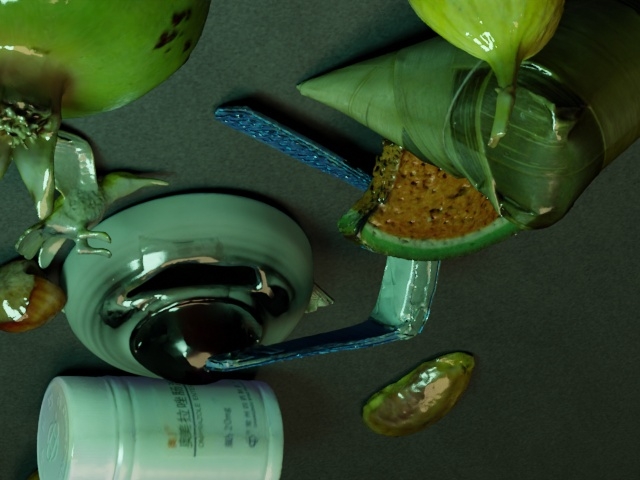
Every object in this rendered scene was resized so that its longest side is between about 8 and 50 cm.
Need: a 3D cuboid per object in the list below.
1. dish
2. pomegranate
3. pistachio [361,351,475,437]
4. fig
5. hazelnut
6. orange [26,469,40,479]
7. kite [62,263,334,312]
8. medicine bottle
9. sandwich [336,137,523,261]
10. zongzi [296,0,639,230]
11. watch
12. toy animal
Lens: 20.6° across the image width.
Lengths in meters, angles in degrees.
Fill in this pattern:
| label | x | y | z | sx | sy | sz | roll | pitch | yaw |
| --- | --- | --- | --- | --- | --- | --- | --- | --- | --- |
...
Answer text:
| label | x | y | z | sx | sy | sz | roll | pitch | yaw |
| --- | --- | --- | --- | --- | --- | --- | --- | --- | --- |
| dish | -0.131 | 0.085 | 1.842 | 0.273 | 0.134 | 0.273 | -8 | 141 | -7 |
| pomegranate | -0.200 | -0.199 | 1.288 | 0.291 | 0.323 | 0.290 | -6 | 139 | -5 |
| pistachio | 0.128 | 0.201 | 2.177 | 0.173 | 0.049 | 0.089 | -36 | 140 | 28 |
| fig | 0.145 | -0.192 | 1.479 | 0.159 | 0.257 | 0.159 | 1 | 152 | 1 |
| hazelnut | -0.307 | 0.060 | 1.814 | 0.086 | 0.086 | 0.086 | -9 | 144 | -7 |
| orange | -0.255 | 0.375 | 2.143 | 0.183 | 0.249 | 0.249 | -14 | 148 | -28 |
| kite | -0.127 | 0.053 | 1.919 | 0.323 | 0.013 | 0.267 | 1 | 141 | -19 |
| medicine bottle | -0.186 | 0.232 | 2.023 | 0.254 | 0.152 | 0.152 | 4 | 141 | -24 |
| sandwich | 0.112 | -0.054 | 1.759 | 0.235 | 0.079 | 0.159 | -30 | 119 | -24 |
| zongzi | 0.180 | -0.173 | 1.663 | 0.289 | 0.317 | 0.154 | -38 | 137 | -35 |
| watch | 0.006 | -0.012 | 1.790 | 0.274 | 0.068 | 0.276 | -6 | 109 | -34 |
| toy animal | -0.223 | -0.024 | 1.713 | 0.155 | 0.095 | 0.219 | -1 | 144 | -11 |
